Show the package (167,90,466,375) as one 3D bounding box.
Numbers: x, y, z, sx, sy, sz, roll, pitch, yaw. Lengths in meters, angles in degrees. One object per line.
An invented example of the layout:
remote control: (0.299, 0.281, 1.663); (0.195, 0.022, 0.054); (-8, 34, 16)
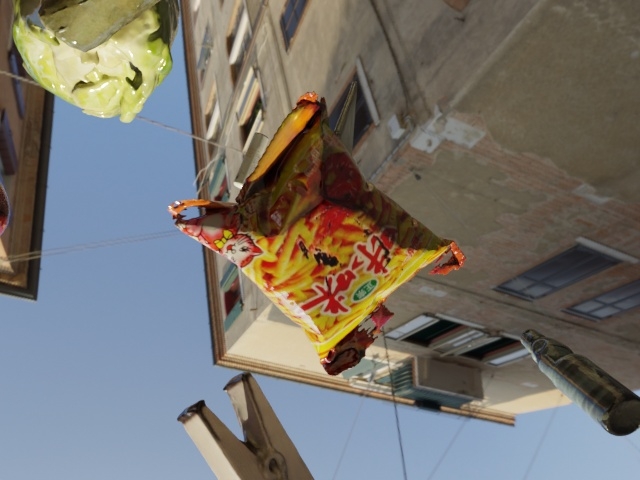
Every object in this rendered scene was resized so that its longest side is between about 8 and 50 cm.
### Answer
package: (0.006, -0.004, 0.508); (0.288, 0.223, 0.108); (47, -172, -22)

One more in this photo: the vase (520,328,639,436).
vase: (0.353, 0.184, 0.622); (0.060, 0.059, 0.211); (25, -169, -12)

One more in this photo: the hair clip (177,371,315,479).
hair clip: (-0.064, 0.351, 0.614); (0.330, 0.085, 0.101); (55, -143, 9)

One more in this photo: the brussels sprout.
brussels sprout: (-0.415, -0.406, 0.810); (0.276, 0.371, 0.314); (16, -93, -34)

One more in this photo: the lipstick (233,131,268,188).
lipstick: (-0.171, -0.194, 1.080); (0.040, 0.040, 0.141); (23, -96, -14)

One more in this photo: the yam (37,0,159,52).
yam: (-0.142, -0.336, 0.471); (0.083, 0.372, 0.083); (55, -170, -15)

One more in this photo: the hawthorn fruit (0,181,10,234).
hawthorn fruit: (-0.508, -0.044, 0.578); (0.173, 0.173, 0.172); (12, -122, -20)

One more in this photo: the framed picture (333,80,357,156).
framed picture: (0.036, -0.109, 0.698); (0.010, 0.231, 0.172); (9, -138, 8)
